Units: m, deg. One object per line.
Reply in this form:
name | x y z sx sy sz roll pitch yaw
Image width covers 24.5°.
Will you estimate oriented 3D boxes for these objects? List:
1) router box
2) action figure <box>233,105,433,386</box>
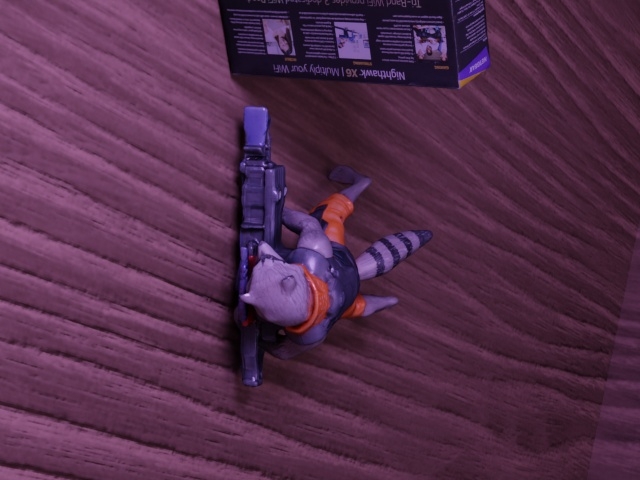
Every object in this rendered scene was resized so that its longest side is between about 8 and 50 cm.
router box | 0.026 -0.301 1.630 0.081 0.309 0.243 -38 128 -49
action figure | 0.000 0.000 1.787 0.330 0.178 0.341 -36 128 -61
